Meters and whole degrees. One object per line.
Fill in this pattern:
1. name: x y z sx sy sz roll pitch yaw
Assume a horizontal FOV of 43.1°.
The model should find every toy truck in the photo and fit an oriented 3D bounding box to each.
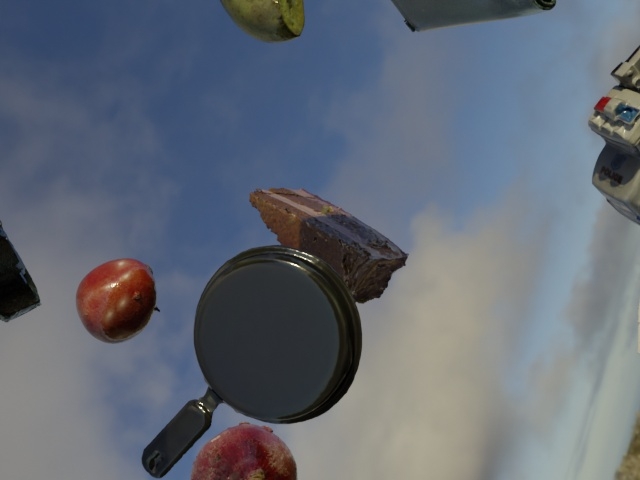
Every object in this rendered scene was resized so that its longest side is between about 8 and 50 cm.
1. toy truck: 0.380 -0.125 0.869 0.177 0.161 0.213 32 -81 -30

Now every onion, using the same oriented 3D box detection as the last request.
1. onion: -0.104 0.342 1.148 0.195 0.159 0.160 150 143 -74

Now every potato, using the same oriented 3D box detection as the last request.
1. potato: -0.124 -0.520 1.637 0.176 0.298 0.141 -39 -15 28

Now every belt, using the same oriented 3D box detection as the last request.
1. belt: -0.372 0.030 0.928 0.058 0.105 0.140 -27 -55 -17

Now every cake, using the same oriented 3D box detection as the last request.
1. cake: 0.000 0.000 1.213 0.115 0.295 0.113 -3 -59 -37

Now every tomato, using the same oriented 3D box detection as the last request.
1. tomato: -0.400 0.119 1.575 0.167 0.167 0.167 -48 -33 -47

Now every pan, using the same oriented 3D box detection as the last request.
1. pan: -0.068 0.107 0.619 0.235 0.136 0.028 -48 -12 17

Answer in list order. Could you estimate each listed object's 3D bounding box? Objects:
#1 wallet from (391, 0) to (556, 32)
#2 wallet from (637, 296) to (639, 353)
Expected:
1. wallet: 0.166 -0.393 1.168 0.290 0.251 0.054 25 -103 -43
2. wallet: 0.331 0.072 0.794 0.011 0.044 0.083 19 -110 -24
